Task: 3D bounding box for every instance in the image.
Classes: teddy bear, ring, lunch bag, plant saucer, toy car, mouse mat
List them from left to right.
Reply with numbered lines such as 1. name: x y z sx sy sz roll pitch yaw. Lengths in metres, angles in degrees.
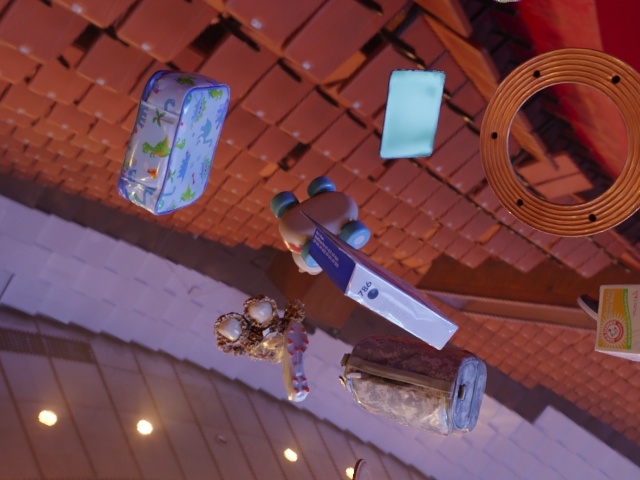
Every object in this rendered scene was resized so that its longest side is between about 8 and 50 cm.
1. lunch bag: -0.227 -0.157 1.009 0.090 0.219 0.176 25 -158 11
2. teddy bear: -0.164 0.230 1.697 0.113 0.245 0.338 51 -166 28
3. toy car: 0.000 0.000 1.664 0.219 0.210 0.238 55 162 35
4. plant saucer: 0.072 0.414 1.073 0.013 0.084 0.083 -3 177 22
5. mouse mat: 0.196 -0.268 1.352 0.152 0.190 0.007 -7 -156 -32
6. lunch bag: 0.227 0.342 1.546 0.305 0.213 0.256 9 165 28
7. ring: 0.444 -0.174 1.145 0.336 0.337 0.032 39 -143 29

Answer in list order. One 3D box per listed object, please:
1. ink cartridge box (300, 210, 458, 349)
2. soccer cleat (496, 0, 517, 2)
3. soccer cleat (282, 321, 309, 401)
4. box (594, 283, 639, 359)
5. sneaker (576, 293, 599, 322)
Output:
1. ink cartridge box: 0.093 0.076 1.138 0.332 0.065 0.165 34 -173 -34
2. soccer cleat: 0.338 -0.557 1.089 0.093 0.289 0.121 -19 -139 -21
3. soccer cleat: -0.068 0.302 1.580 0.068 0.076 0.196 8 -114 -27
4. box: 0.538 0.130 0.963 0.103 0.114 0.203 17 168 -28
5. sneaker: 0.746 0.153 1.523 0.086 0.163 0.226 12 -158 -42
